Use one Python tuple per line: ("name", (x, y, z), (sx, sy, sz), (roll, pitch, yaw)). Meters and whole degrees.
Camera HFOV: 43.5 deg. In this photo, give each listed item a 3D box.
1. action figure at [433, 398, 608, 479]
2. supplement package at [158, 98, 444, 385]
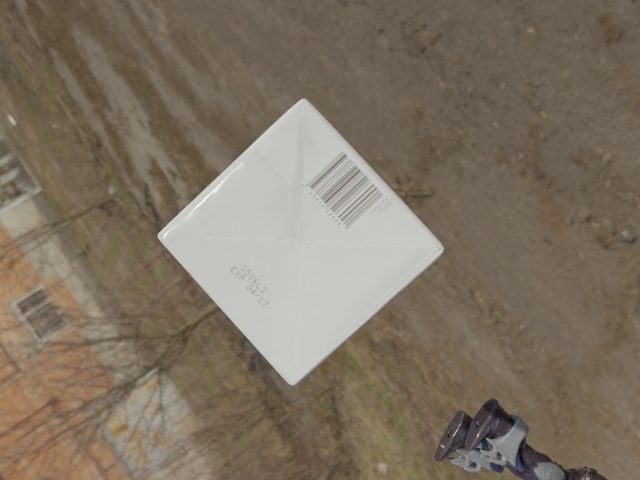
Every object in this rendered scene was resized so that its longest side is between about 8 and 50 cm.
("action figure", (0.307, 0.322, 1.094), (0.285, 0.099, 0.185), (30, 162, -9))
("supplement package", (0.000, 0.000, 0.798), (0.177, 0.175, 0.293), (47, -175, 4))
